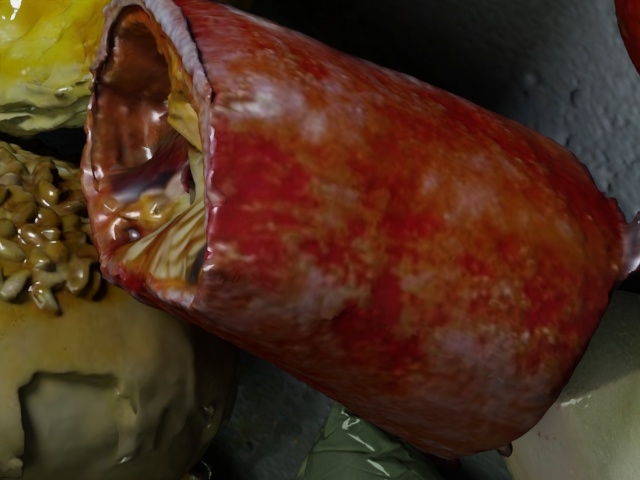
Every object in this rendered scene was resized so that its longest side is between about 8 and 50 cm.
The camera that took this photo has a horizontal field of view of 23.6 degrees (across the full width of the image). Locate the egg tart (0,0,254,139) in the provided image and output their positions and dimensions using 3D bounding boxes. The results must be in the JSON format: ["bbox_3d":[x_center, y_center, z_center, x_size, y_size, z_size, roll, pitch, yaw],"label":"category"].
[{"bbox_3d":[-0.179,-0.257,1.029,0.388,0.169,0.388,12,115,27],"label":"egg tart"}]

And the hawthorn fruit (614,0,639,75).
[{"bbox_3d":[0.264,-0.135,0.726,0.369,0.285,0.285,39,127,17],"label":"hawthorn fruit"}]

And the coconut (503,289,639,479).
[{"bbox_3d":[0.176,0.100,0.984,0.147,0.147,0.153,-11,104,36],"label":"coconut"}]

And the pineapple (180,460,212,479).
[{"bbox_3d":[-0.157,0.257,1.214,0.221,0.221,0.047,66,160,-10],"label":"pineapple"}]

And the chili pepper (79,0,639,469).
[{"bbox_3d":[0.000,0.000,0.913,0.305,0.251,0.229,18,124,-25],"label":"chili pepper"}]

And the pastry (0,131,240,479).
[{"bbox_3d":[-0.251,0.045,1.091,0.409,0.409,0.245,14,98,27],"label":"pastry"}]

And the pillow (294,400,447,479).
[{"bbox_3d":[0.063,0.288,1.192,0.274,0.076,0.281,44,132,18],"label":"pillow"}]
